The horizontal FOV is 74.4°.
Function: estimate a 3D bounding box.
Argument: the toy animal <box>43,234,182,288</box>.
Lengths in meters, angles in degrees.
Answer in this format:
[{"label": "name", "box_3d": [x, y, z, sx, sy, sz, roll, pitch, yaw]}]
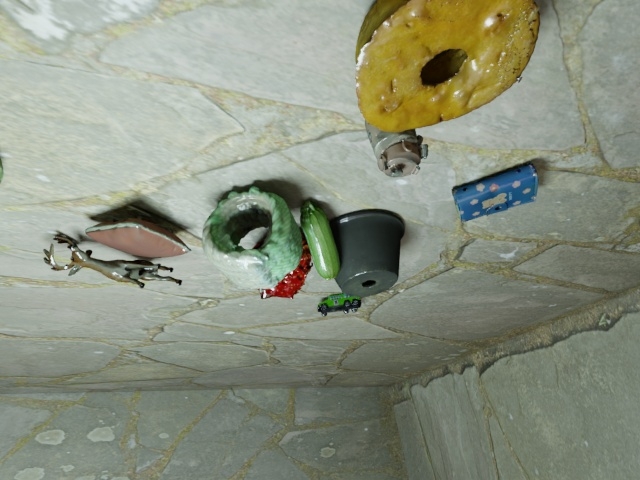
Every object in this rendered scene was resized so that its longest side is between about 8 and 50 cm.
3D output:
[{"label": "toy animal", "box_3d": [-0.502, 0.070, 1.039, 0.260, 0.087, 0.243, 9, 166, 20]}]

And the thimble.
[{"label": "thimble", "box_3d": [-0.150, -0.002, 0.946, 0.219, 0.219, 0.150, -14, 149, 7]}]

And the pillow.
[{"label": "pillow", "box_3d": [-0.420, -0.009, 0.983, 0.171, 0.075, 0.179, -3, 161, 24]}]

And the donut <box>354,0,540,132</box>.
[{"label": "donut", "box_3d": [0.178, -0.293, 0.653, 0.278, 0.108, 0.277, -8, 150, -5]}]

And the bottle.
[{"label": "bottle", "box_3d": [0.143, -0.180, 0.793, 0.099, 0.152, 0.099, -8, 149, -5]}]

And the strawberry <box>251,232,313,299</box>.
[{"label": "strawberry", "box_3d": [-0.104, 0.058, 1.128, 0.201, 0.184, 0.187, -48, 136, 5]}]

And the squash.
[{"label": "squash", "box_3d": [0.000, 0.000, 1.067, 0.068, 0.077, 0.219, -3, 119, 32]}]

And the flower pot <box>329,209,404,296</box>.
[{"label": "flower pot", "box_3d": [0.120, 0.054, 1.179, 0.269, 0.166, 0.269, -6, 151, -4]}]

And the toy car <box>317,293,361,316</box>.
[{"label": "toy car", "box_3d": [0.068, 0.235, 1.570, 0.165, 0.062, 0.071, -7, 149, -4]}]

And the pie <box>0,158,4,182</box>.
[{"label": "pie", "box_3d": [-0.693, -0.139, 0.693, 0.277, 0.078, 0.277, -9, 150, -5]}]

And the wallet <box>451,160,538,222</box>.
[{"label": "wallet", "box_3d": [0.448, -0.117, 1.084, 0.202, 0.059, 0.141, -19, 151, 15]}]
